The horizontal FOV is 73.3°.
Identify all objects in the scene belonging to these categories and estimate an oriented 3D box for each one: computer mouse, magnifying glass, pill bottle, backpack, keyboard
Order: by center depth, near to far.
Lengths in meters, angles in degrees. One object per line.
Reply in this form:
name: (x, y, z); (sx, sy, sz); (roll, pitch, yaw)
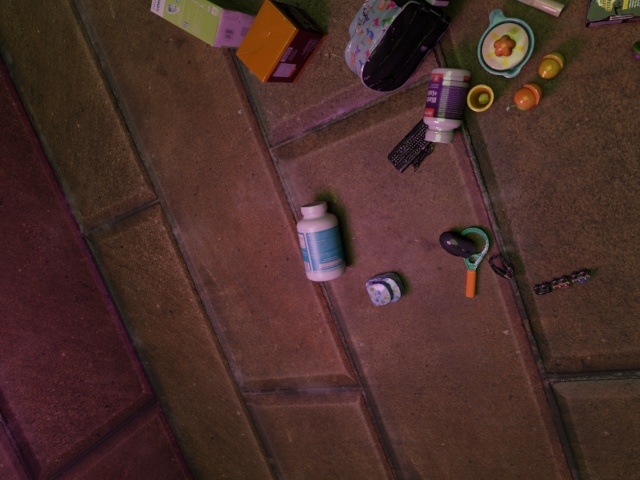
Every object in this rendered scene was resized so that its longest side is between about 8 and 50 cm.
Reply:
backpack: (0.190, -0.543, 1.173); (0.191, 0.225, 0.253); (55, 129, 29)
pill bottle: (0.348, -0.374, 1.201); (0.108, 0.108, 0.193); (14, 109, 25)
computer mouse: (0.470, 0.047, 1.303); (0.242, 0.041, 0.071); (30, 118, 17)
keyboard: (0.293, -0.287, 1.313); (0.100, 0.038, 0.192); (47, 124, 7)
magnifying glass: (0.475, 0.069, 1.344); (0.092, 0.026, 0.230); (6, 111, 27)
backpack: (0.224, 0.171, 1.486); (0.115, 0.084, 0.104); (-20, 99, 30)
pill bottle: (0.000, 0.000, 1.514); (0.146, 0.146, 0.263); (-2, 106, 30)

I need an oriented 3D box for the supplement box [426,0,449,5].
supplement box: (0.295, -0.701, 1.006); (0.130, 0.073, 0.239); (48, 138, 21)

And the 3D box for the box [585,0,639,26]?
box: (0.733, -0.648, 0.914); (0.257, 0.079, 0.321); (7, 110, 29)

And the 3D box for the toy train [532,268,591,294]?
toy train: (0.696, 0.123, 1.237); (0.158, 0.027, 0.036); (-29, 95, 34)

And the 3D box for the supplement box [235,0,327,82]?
supplement box: (-0.118, -0.609, 1.335); (0.129, 0.194, 0.191); (48, 123, 7)

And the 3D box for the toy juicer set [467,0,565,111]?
toy juicer set: (0.507, -0.488, 1.085); (0.210, 0.090, 0.328); (17, 112, 28)

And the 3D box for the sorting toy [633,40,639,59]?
sorting toy: (0.767, -0.418, 0.997); (0.102, 0.061, 0.042); (37, 156, 22)

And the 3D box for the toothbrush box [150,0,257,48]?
toothbrush box: (-0.377, -0.751, 1.425); (0.283, 0.206, 0.122); (35, 121, 14)
